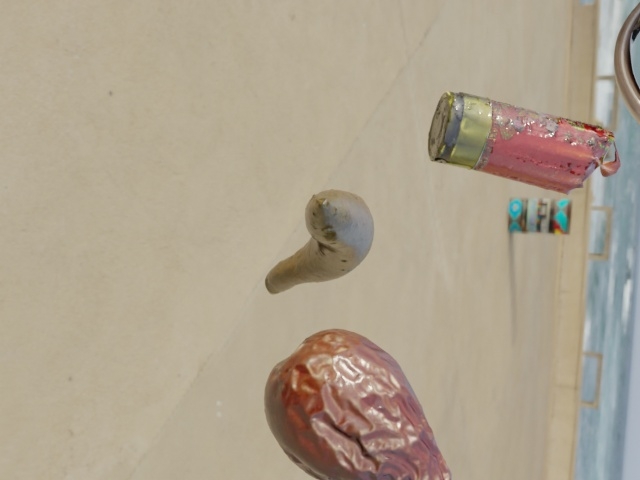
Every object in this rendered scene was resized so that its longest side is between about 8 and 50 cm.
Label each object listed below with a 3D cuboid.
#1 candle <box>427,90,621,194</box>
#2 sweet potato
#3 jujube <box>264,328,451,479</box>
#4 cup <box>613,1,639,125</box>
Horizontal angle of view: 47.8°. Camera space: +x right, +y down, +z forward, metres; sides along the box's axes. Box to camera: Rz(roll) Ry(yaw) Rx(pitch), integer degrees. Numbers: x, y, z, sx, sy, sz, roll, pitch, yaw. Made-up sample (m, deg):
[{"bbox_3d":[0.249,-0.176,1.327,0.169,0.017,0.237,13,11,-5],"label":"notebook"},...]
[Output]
[{"bbox_3d":[0.141,-0.063,0.488,0.052,0.131,0.052,-168,-90,-85],"label":"candle"},{"bbox_3d":[0.006,0.000,0.869,0.346,0.109,0.079,124,-43,-67],"label":"sweet potato"},{"bbox_3d":[0.045,0.213,0.827,0.168,0.236,0.168,-44,172,-8],"label":"jujube"},{"bbox_3d":[0.358,-0.196,0.592,0.191,0.253,0.200,16,43,-61],"label":"cup"}]
